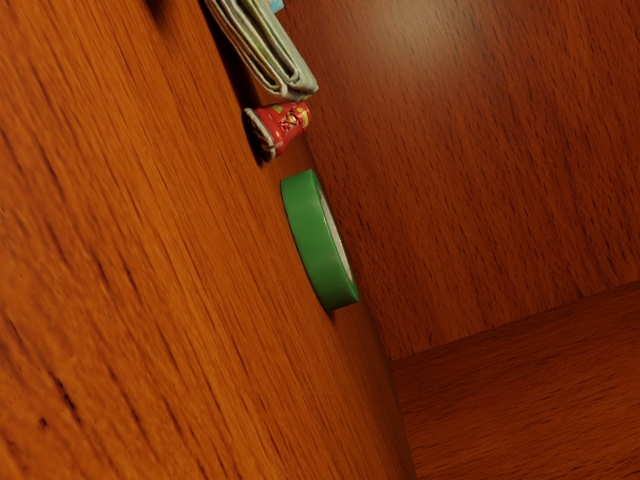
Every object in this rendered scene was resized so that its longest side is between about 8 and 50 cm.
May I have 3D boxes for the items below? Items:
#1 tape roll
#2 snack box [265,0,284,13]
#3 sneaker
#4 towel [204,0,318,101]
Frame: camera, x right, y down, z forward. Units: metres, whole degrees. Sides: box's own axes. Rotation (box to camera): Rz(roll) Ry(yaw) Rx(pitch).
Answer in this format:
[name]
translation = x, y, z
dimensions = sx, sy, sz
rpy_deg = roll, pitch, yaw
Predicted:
[tape roll]
translation = 0.000, 0.000, 1.426
dimensions = 0.321, 0.077, 0.321
rpy_deg = -19, 90, -85
[snack box]
translation = -0.209, -0.686, 1.440
dimensions = 0.187, 0.060, 0.322
rpy_deg = 33, -24, 44
[sneaker]
translation = -0.078, -0.235, 1.234
dimensions = 0.279, 0.118, 0.107
rpy_deg = -96, 165, -70
[towel]
translation = -0.132, -0.432, 1.291
dimensions = 0.320, 0.090, 0.374
rpy_deg = 57, 10, -8
